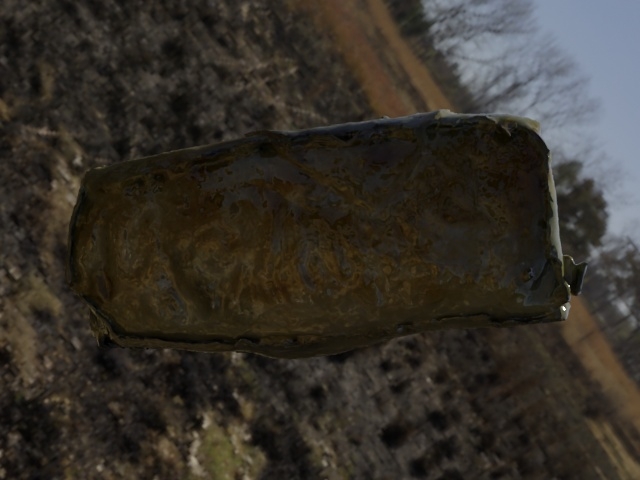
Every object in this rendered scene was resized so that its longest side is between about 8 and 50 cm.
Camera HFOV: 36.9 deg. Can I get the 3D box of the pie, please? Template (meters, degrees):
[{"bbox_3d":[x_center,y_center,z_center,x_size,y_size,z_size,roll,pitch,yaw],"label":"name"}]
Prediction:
[{"bbox_3d":[0.000,0.000,0.525,0.068,0.283,0.128,29,55,-84],"label":"pie"}]
